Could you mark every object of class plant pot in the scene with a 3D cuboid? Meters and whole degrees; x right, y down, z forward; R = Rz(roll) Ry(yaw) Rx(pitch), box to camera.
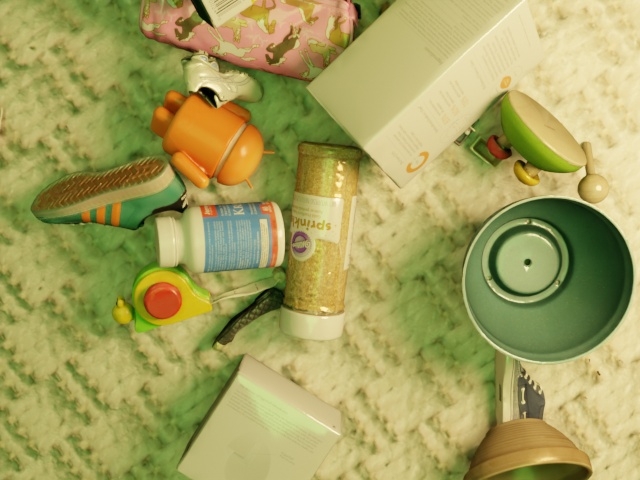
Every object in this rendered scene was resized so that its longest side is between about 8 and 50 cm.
[{"bbox_3d":[0.379,0.407,1.629,0.238,0.237,0.109,-10,57,3],"label":"plant pot"},{"bbox_3d":[0.388,0.053,1.554,0.293,0.196,0.293,0,99,1],"label":"plant pot"}]

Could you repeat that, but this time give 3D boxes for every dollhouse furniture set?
[{"bbox_3d":[0.304,-0.190,1.576,0.114,0.081,0.091,39,98,-5],"label":"dollhouse furniture set"}]

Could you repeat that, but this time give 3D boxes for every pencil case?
[{"bbox_3d":[-0.126,-0.389,1.517,0.386,0.160,0.167,13,93,0],"label":"pencil case"}]

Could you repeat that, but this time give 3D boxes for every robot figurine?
[{"bbox_3d":[-0.198,-0.180,1.565,0.219,0.158,0.128,30,114,-4],"label":"robot figurine"}]

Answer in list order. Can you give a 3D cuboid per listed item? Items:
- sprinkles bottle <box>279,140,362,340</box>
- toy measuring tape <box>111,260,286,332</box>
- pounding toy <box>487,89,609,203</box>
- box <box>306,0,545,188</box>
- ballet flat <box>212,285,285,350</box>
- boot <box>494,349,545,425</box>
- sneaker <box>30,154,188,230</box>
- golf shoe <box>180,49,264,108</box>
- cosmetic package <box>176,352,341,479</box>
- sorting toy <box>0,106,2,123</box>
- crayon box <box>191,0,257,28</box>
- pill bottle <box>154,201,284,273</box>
[{"bbox_3d":[0.000,0.000,1.593,0.121,0.121,0.355,6,98,0],"label":"sprinkles bottle"},{"bbox_3d":[-0.234,0.076,1.618,0.330,0.121,0.121,-19,98,-4],"label":"toy measuring tape"},{"bbox_3d":[0.382,-0.150,1.527,0.237,0.183,0.110,31,121,-22],"label":"pounding toy"},{"bbox_3d":[0.184,-0.287,1.473,0.345,0.215,0.168,-43,64,6],"label":"box"},{"bbox_3d":[-0.138,0.156,1.651,0.173,0.057,0.049,-40,101,7],"label":"ballet flat"},{"bbox_3d":[0.384,0.270,1.660,0.086,0.069,0.189,-3,107,-5],"label":"boot"},{"bbox_3d":[-0.386,-0.064,1.596,0.302,0.108,0.121,-10,134,19],"label":"sneaker"},{"bbox_3d":[-0.175,-0.265,1.541,0.069,0.176,0.086,-19,64,42],"label":"golf shoe"},{"bbox_3d":[-0.112,0.376,1.643,0.224,0.138,0.224,33,99,-4],"label":"cosmetic package"},{"bbox_3d":[-0.627,-0.221,1.613,0.083,0.045,0.075,20,91,-2],"label":"sorting toy"},{"bbox_3d":[-0.092,-0.506,1.358,0.319,0.081,0.202,-35,129,-8],"label":"crayon box"},{"bbox_3d":[-0.184,-0.004,1.567,0.222,0.124,0.124,-5,99,-16],"label":"pill bottle"}]
